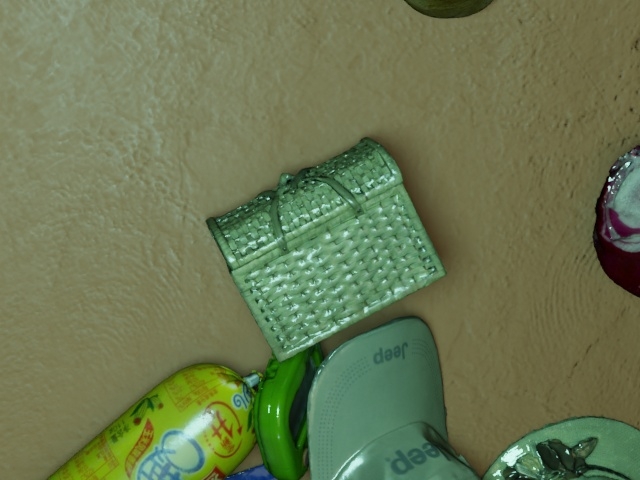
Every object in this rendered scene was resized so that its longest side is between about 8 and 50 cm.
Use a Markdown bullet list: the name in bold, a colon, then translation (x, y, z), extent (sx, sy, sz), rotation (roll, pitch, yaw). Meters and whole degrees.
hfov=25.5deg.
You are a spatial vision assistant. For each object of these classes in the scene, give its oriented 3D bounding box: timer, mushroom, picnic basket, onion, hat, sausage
- **timer**: translation (-0.030, 0.172, 1.474), extent (0.047, 0.140, 0.128), rotation (3, 131, 18)
- **mushroom**: translation (0.132, -0.281, 1.433), extent (0.123, 0.052, 0.123), rotation (-4, 109, -10)
- **picnic basket**: translation (0.000, 0.000, 1.439), extent (0.196, 0.134, 0.154), rotation (-28, 106, -2)
- **onion**: translation (0.395, -0.008, 1.488), extent (0.135, 0.198, 0.173), rotation (18, 98, -46)
- **hat**: translation (0.096, 0.218, 1.472), extent (0.214, 0.149, 0.245), rotation (-22, 125, -37)
- **hat**: translation (0.306, 0.337, 1.587), extent (0.257, 0.130, 0.257), rotation (-3, 104, -11)
- **sausage**: translation (-0.195, 0.251, 1.470), extent (0.347, 0.123, 0.123), rotation (-41, 108, 1)

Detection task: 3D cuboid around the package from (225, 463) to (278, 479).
- **package**: translation (-0.092, 0.339, 1.563), extent (0.171, 0.027, 0.173), rotation (-17, 110, -6)
